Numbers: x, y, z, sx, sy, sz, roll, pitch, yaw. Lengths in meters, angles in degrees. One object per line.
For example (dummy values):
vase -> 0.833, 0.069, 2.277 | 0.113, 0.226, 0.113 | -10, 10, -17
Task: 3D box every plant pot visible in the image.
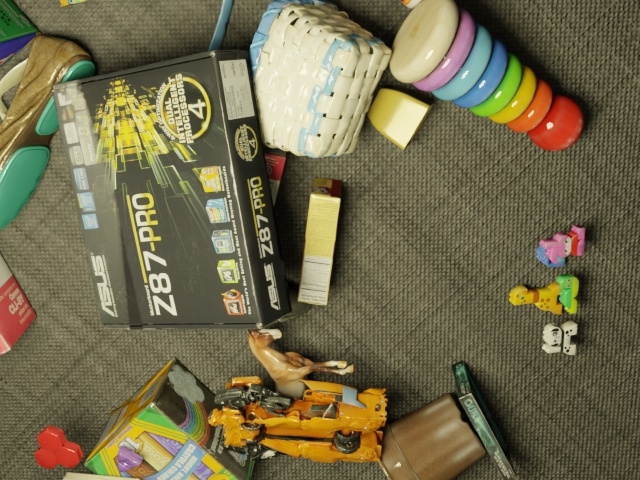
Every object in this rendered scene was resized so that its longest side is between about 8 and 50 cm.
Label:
plant pot -> 0.194, 0.363, 1.585 | 0.165, 0.167, 0.167 | -34, 104, 5
plant pot -> 0.122, -0.204, 1.431 | 0.083, 0.081, 0.081 | 31, 108, 3

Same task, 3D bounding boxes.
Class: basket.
basket -> -0.059, -0.257, 1.370 | 0.289, 0.201, 0.254 | 30, 113, 21

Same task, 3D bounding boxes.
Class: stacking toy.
stacking toy -> 0.273, -0.239, 1.368 | 0.330, 0.141, 0.141 | 24, 109, -24

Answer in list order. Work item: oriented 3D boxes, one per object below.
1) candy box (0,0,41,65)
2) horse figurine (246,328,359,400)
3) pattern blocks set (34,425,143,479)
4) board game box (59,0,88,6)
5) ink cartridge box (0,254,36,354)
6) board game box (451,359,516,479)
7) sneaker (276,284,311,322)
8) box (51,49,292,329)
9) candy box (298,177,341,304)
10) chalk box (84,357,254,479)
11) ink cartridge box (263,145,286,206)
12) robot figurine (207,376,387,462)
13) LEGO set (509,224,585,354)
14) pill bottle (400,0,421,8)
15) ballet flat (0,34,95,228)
candy box -> -0.594, -0.252, 1.318 | 0.268, 0.317, 0.122 | -35, 105, 14
horse figurine -> -0.023, 0.247, 1.541 | 0.175, 0.066, 0.263 | 2, 140, 15
pattern blocks set -> -0.367, 0.471, 1.530 | 0.286, 0.026, 0.324 | 16, 118, 4
board game box -> -0.352, -0.460, 1.379 | 0.141, 0.048, 0.170 | -11, 108, 7
ink cartridge box -> -0.707, 0.044, 1.505 | 0.279, 0.160, 0.384 | -22, 107, 9
board game box -> 0.287, 0.316, 1.574 | 0.026, 0.126, 0.186 | -27, 106, 10
sneaker -> -0.149, 0.060, 1.522 | 0.287, 0.109, 0.130 | 14, 99, -7
box -> -0.223, -0.065, 1.343 | 0.318, 0.097, 0.394 | -3, 101, 33
candy box -> 0.000, 0.000, 1.488 | 0.053, 0.109, 0.186 | 8, 110, 0
chalk box -> -0.234, 0.392, 1.594 | 0.179, 0.180, 0.289 | -41, 101, 15
ink cartridge box -> -0.139, -0.081, 1.451 | 0.128, 0.127, 0.176 | 11, 110, -10
robot figurine -> -0.039, 0.297, 1.487 | 0.291, 0.085, 0.211 | 6, 137, 3
LEGO set -> 0.374, 0.079, 1.508 | 0.093, 0.087, 0.227 | -6, 109, -12
pill bottle -> 0.107, -0.428, 1.349 | 0.152, 0.086, 0.086 | 37, 106, -10
ballet flat -> -0.492, -0.184, 1.455 | 0.124, 0.116, 0.342 | 36, 107, 14
